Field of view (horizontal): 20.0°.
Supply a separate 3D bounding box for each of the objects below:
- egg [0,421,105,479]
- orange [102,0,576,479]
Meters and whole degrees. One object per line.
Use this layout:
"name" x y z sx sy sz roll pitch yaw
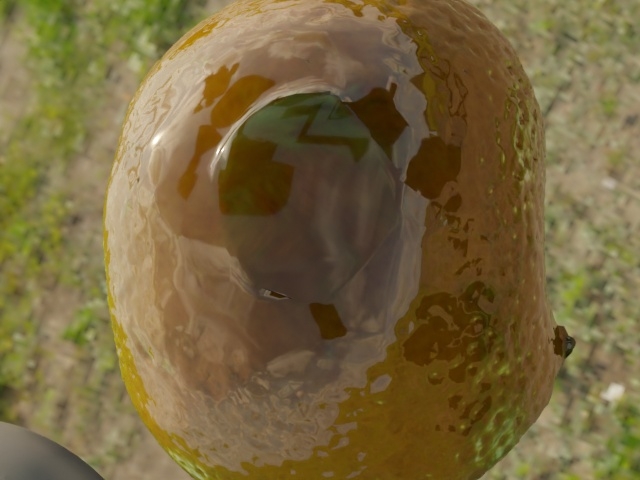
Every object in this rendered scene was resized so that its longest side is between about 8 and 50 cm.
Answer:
"egg" -0.113 0.148 0.561 0.146 0.146 0.199 -41 45 33
"orange" -0.004 -0.003 1.053 0.262 0.196 0.335 0 83 26
